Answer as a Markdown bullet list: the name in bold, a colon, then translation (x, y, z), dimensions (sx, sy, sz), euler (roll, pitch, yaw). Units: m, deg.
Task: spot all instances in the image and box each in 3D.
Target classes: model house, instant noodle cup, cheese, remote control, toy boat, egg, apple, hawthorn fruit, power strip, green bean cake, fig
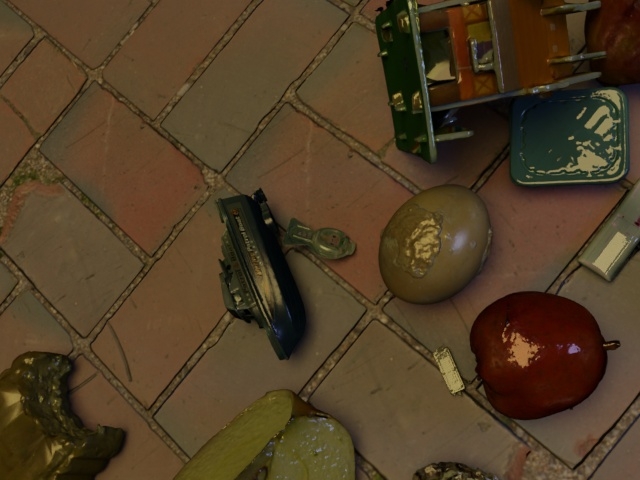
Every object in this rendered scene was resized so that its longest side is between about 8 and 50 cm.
- **model house**: translation (0.257, -0.264, 1.176), dimensions (0.312, 0.358, 0.243), euler (-9, 99, -2)
- **instant noodle cup**: translation (0.388, -0.153, 1.207), dimensions (0.179, 0.070, 0.157), euler (0, 75, 19)
- **cheese**: translation (0.000, 0.000, 1.305), dimensions (0.120, 0.026, 0.067), euler (15, 51, 4)
- **remote control**: translation (0.463, -0.017, 1.162), dimensions (0.065, 0.029, 0.166), euler (37, 89, 26)
- **toy boat**: translation (-0.106, 0.065, 1.291), dimensions (0.122, 0.114, 0.296), euler (-22, 68, 5)
- **egg**: translation (0.175, 0.005, 1.185), dimensions (0.164, 0.164, 0.201), euler (35, 84, 25)
- **apple**: translation (-0.109, 0.387, 1.146), dimensions (0.254, 0.179, 0.346), euler (32, 63, 30)
- **hawthorn fruit**: translation (0.316, 0.159, 1.082), dimensions (0.202, 0.185, 0.185), euler (-6, 72, 14)
- **power strip**: translation (0.201, 0.205, 1.195), dimensions (0.027, 0.017, 0.083), euler (-26, 67, 11)
- **green bean cake**: translation (-0.492, 0.337, 1.342), dimensions (0.233, 0.124, 0.236), euler (-47, 65, 1)
- **fig**: translation (0.515, -0.350, 1.147), dimensions (0.224, 0.224, 0.263), euler (40, 83, 25)

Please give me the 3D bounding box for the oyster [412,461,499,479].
- **oyster**: translation (0.233, 0.468, 1.044), dimensions (0.162, 0.158, 0.351), euler (-51, 44, 37)
